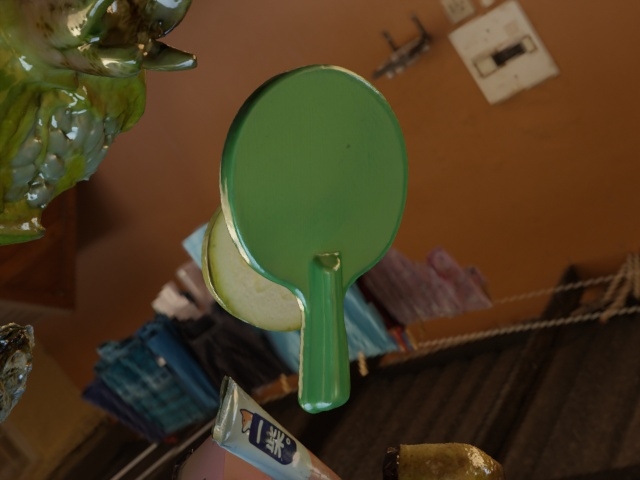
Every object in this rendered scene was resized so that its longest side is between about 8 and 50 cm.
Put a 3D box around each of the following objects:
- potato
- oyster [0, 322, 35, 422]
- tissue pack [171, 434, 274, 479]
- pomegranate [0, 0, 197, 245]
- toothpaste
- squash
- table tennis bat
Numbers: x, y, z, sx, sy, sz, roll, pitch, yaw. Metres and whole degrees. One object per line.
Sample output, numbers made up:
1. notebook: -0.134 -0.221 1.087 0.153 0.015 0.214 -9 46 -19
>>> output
1. potato: 0.119 0.236 0.923 0.103 0.096 0.066 -14 -150 16
2. oyster: -0.348 0.157 1.020 0.177 0.064 0.125 -60 165 12
3. tissue pack: -0.060 0.274 0.893 0.092 0.148 0.246 -45 -167 9
4. pomegranate: -0.203 -0.124 0.629 0.302 0.236 0.236 -16 -157 45
5. toothpaste: -0.029 0.185 0.836 0.036 0.205 0.056 -13 -130 26
6. squash: -0.065 0.014 1.542 0.252 0.252 0.049 -40 -160 -19
7. table tennis bat: 0.000 0.000 0.732 0.160 0.257 0.039 -5 -173 -32
